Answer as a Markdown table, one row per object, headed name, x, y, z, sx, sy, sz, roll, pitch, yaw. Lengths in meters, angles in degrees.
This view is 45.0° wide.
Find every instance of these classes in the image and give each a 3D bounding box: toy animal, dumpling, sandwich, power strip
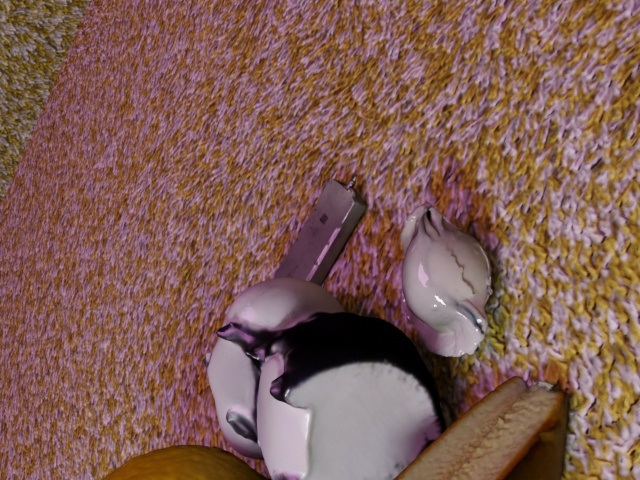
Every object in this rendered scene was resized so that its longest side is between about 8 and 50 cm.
| name | x | y | z | sx | sy | sz | roll | pitch | yaw |
| --- | --- | --- | --- | --- | --- | --- | --- | --- | --- |
| toy animal | -0.017 | 0.175 | 0.962 | 0.310 | 0.251 | 0.251 | 36 | 105 | 60 |
| dumpling | 0.140 | 0.050 | 0.914 | 0.127 | 0.108 | 0.188 | 128 | 127 | -61 |
| sandwich | 0.169 | 0.255 | 0.794 | 0.235 | 0.128 | 0.122 | -36 | 34 | -23 |
| power strip | 0.000 | 0.000 | 1.142 | 0.227 | 0.029 | 0.080 | -60 | 40 | 17 |

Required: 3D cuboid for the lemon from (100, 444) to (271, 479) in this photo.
| name | x | y | z | sx | sy | sz | roll | pitch | yaw |
| --- | --- | --- | --- | --- | --- | --- | --- | --- | --- |
| lemon | -0.179 | 0.416 | 0.934 | 0.336 | 0.336 | 0.336 | -20 | 63 | 44 |
